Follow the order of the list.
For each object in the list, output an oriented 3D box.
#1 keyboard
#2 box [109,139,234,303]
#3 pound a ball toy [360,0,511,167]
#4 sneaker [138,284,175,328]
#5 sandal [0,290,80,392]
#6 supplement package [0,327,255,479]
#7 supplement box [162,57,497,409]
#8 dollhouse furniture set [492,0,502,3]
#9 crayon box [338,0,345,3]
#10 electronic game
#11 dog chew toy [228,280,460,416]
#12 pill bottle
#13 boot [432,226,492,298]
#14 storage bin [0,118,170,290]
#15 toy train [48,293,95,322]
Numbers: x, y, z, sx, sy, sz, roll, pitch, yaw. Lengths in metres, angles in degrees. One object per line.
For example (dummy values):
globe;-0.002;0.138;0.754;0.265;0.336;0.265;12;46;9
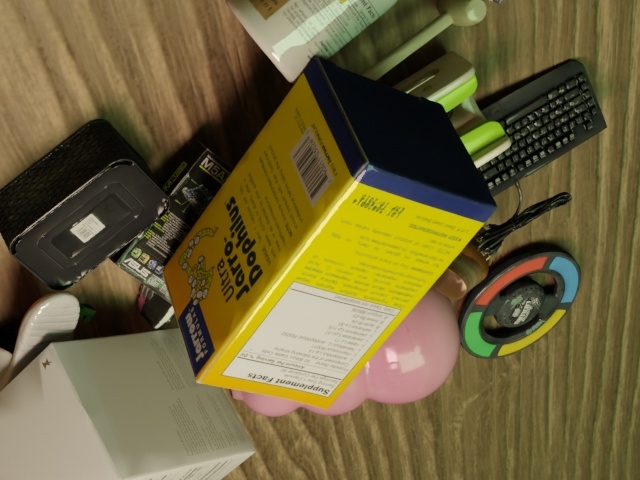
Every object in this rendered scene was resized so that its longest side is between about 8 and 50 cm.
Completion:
keyboard;0.271;-0.099;2.026;0.317;0.033;0.201;-30;114;-17
box;-0.143;0.000;1.832;0.191;0.045;0.184;38;87;-36
pound a ball toy;0.092;-0.165;1.871;0.319;0.136;0.208;-33;116;-3
sneaker;-0.168;0.047;1.916;0.077;0.072;0.178;14;121;-45
sandal;-0.363;0.121;1.839;0.102;0.076;0.265;-20;154;-34
supplement package;-0.268;0.254;1.873;0.198;0.199;0.263;-41;159;29
supplement box;0.000;0.000;1.695;0.194;0.195;0.356;17;124;-35
dollhouse furniture set;0.187;-0.363;1.795;0.114;0.081;0.091;21;113;-9
crayon box;0.029;-0.431;1.500;0.202;0.081;0.318;-34;128;-15
electronic game;0.320;0.103;2.339;0.229;0.048;0.229;-20;139;-18
dog chew toy;0.027;0.156;2.073;0.332;0.206;0.206;-16;138;-11
pill bottle;0.017;-0.297;1.655;0.229;0.131;0.131;-39;141;4
boot;0.160;-0.012;2.076;0.073;0.197;0.152;-45;180;36
storage bin;-0.287;-0.041;1.732;0.180;0.084;0.122;-38;141;2
toy train;-0.326;0.087;1.884;0.083;0.017;0.023;24;103;-47
